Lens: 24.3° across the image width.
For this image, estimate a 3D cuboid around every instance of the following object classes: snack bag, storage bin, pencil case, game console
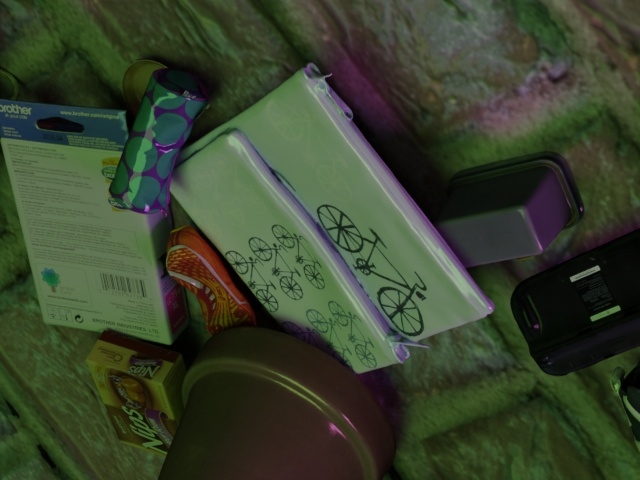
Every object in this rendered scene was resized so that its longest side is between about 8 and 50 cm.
[{"bbox_3d":[0.000,0.000,1.565,0.323,0.037,0.342,53,147,-8],"label":"snack bag"},{"bbox_3d":[0.181,-0.016,1.480,0.135,0.091,0.098,-11,113,35],"label":"storage bin"},{"bbox_3d":[-0.172,-0.105,1.598,0.070,0.064,0.152,20,111,-13],"label":"pencil case"},{"bbox_3d":[0.328,0.017,1.403,0.361,0.044,0.213,-28,81,37],"label":"game console"}]

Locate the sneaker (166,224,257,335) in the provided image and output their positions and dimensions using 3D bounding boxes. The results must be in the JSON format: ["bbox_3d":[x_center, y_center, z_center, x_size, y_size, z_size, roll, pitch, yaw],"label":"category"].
[{"bbox_3d":[-0.119,0.052,1.719,0.064,0.067,0.175,-17,126,15],"label":"sneaker"}]

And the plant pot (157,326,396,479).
[{"bbox_3d":[-0.080,0.264,1.681,0.263,0.229,0.263,22,141,19],"label":"plant pot"}]

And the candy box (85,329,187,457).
[{"bbox_3d":[-0.210,0.195,1.823,0.109,0.053,0.187,15,143,20],"label":"candy box"}]

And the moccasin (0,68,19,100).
[{"bbox_3d":[-0.440,-0.153,1.724,0.139,0.147,0.380,29,134,29],"label":"moccasin"}]

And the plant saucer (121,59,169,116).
[{"bbox_3d":[-0.180,-0.163,1.638,0.083,0.015,0.083,14,125,21],"label":"plant saucer"}]

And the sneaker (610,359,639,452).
[{"bbox_3d":[0.390,0.142,1.459,0.235,0.094,0.153,-16,119,46],"label":"sneaker"}]

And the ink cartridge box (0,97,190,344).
[{"bbox_3d":[-0.265,-0.030,1.740,0.185,0.065,0.311,8,125,24],"label":"ink cartridge box"}]
